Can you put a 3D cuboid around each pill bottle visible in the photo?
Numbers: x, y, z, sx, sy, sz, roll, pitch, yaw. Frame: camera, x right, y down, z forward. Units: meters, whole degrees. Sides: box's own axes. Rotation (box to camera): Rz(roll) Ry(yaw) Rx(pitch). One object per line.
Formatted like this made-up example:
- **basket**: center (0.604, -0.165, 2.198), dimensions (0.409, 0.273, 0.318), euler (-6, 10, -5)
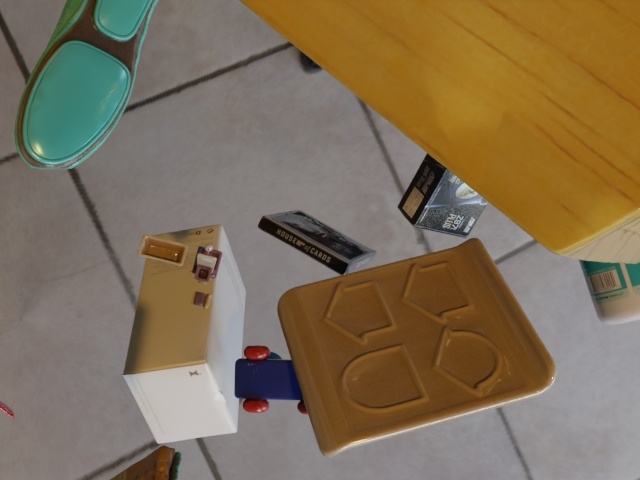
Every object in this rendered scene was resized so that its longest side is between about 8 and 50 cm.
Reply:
- **pill bottle**: center (0.410, -0.029, 1.225), dimensions (0.146, 0.146, 0.264), euler (-14, 85, -19)

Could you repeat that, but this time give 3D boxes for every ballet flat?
- **ballet flat**: center (-0.204, -0.167, 0.806), dimensions (0.083, 0.087, 0.247), euler (27, 75, -27)

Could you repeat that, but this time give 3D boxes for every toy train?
- **toy train**: center (-0.008, 0.222, 1.474), dimensions (0.248, 0.143, 0.105), euler (1, 88, 4)

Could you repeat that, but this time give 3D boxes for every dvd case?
- **dvd case**: center (0.000, 0.000, 1.677), dimensions (0.179, 0.239, 0.029), euler (29, 102, 11)

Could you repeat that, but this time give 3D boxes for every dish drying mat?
- **dish drying mat**: center (-0.612, 0.309, 1.723), dimensions (0.008, 0.032, 0.083), euler (-42, 134, -8)

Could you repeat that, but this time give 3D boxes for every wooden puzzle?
- **wooden puzzle**: center (0.132, 0.161, 1.365), dimensions (0.348, 0.322, 0.080), euler (-17, 132, -4)

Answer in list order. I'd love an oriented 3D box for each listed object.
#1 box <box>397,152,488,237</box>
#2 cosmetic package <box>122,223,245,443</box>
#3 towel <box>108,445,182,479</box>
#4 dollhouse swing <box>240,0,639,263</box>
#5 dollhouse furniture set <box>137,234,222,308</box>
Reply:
- **box**: center (0.265, -0.108, 1.820), dimensions (0.147, 0.077, 0.180), euler (11, 118, -34)
- **cosmetic package**: center (-0.235, 0.162, 1.655), dimensions (0.155, 0.365, 0.197), euler (-9, 128, 7)
- **towel**: center (-0.269, 0.388, 0.893), dimensions (0.040, 0.370, 0.271), euler (35, 36, -29)
- **dollhouse swing**: center (0.204, -0.154, 0.544), dimensions (0.315, 0.347, 0.305), euler (42, 106, 21)
- **dollhouse furniture set**: center (-0.196, 0.031, 1.235), dimensions (0.114, 0.081, 0.091), euler (15, 68, -4)
